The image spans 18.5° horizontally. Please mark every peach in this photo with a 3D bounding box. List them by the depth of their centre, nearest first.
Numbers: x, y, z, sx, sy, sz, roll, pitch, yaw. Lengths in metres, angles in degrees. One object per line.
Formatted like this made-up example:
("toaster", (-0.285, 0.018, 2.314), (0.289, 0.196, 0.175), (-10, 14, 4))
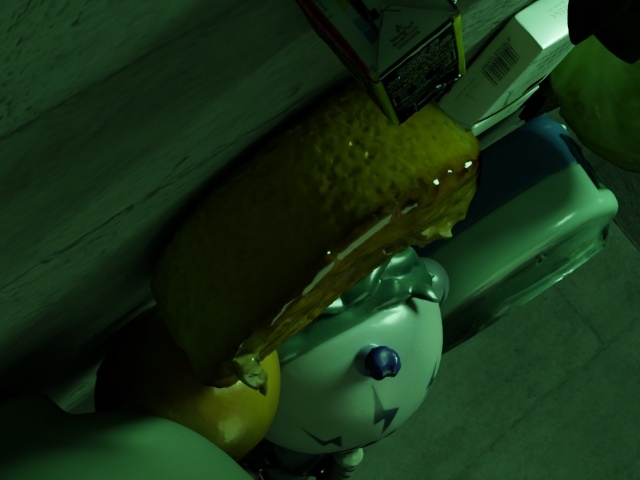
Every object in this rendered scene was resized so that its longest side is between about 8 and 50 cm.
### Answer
("peach", (-0.092, 0.104, 1.400), (0.138, 0.138, 0.138), (-39, 173, -5))

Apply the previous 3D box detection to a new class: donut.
("donut", (-0.001, 0.000, 1.246), (0.253, 0.118, 0.253), (-39, 171, -8))

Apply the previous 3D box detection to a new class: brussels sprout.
("brussels sprout", (0.296, -0.152, 1.607), (0.223, 0.161, 0.223), (-24, 149, -15))

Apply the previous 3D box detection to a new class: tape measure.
("tape measure", (0.153, -0.001, 1.836), (0.259, 0.138, 0.262), (-34, 177, -6))

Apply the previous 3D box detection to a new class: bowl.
("bowl", (-0.198, 0.221, 1.262), (0.354, 0.185, 0.354), (-35, 171, -6))

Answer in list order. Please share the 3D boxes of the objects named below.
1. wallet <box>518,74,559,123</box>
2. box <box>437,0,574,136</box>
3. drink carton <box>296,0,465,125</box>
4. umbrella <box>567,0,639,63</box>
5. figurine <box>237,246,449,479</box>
("wallet", (0.254, -0.174, 1.791), (0.124, 0.042, 0.230), (-27, 174, -13))
("box", (0.147, -0.133, 1.494), (0.084, 0.040, 0.154), (-36, 171, -36))
("drink carton", (0.029, -0.103, 0.916), (0.056, 0.071, 0.165), (-37, 175, 3))
("umbrella", (0.181, -0.192, 1.110), (0.118, 0.118, 0.340), (-40, 164, -1))
("figurine", (-0.004, 0.103, 1.655), (0.261, 0.186, 0.382), (-43, 171, -20))
